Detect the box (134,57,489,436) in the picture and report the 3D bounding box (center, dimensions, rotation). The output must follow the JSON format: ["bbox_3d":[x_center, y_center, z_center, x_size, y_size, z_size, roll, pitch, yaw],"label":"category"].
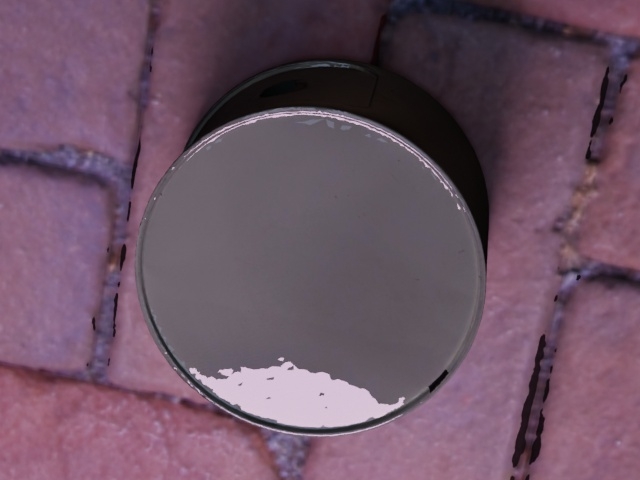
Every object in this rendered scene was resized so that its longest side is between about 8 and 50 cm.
[{"bbox_3d":[0.000,0.000,1.121,0.226,0.149,0.226,2,109,6],"label":"box"}]
